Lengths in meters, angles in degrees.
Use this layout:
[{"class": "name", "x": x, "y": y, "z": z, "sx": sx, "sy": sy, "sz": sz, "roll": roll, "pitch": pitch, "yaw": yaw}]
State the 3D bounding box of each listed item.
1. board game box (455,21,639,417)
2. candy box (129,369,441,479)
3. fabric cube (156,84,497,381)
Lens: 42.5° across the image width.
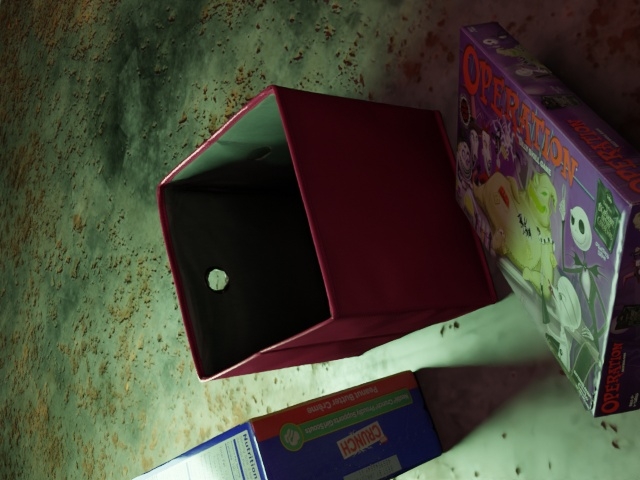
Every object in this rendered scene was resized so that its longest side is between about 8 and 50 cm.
[{"class": "board game box", "x": 0.197, "y": -0.038, "z": 0.738, "sx": 0.347, "sy": 0.056, "sz": 0.208, "roll": -109, "pitch": 15, "yaw": -55}, {"class": "candy box", "x": -0.055, "y": 0.287, "z": 1.020, "sx": 0.317, "sy": 0.268, "sz": 0.122, "roll": -34, "pitch": 70, "yaw": 42}, {"class": "fabric cube", "x": 0.000, "y": 0.000, "z": 0.962, "sx": 0.259, "sy": 0.258, "sz": 0.254, "roll": -31, "pitch": 69, "yaw": 44}]
